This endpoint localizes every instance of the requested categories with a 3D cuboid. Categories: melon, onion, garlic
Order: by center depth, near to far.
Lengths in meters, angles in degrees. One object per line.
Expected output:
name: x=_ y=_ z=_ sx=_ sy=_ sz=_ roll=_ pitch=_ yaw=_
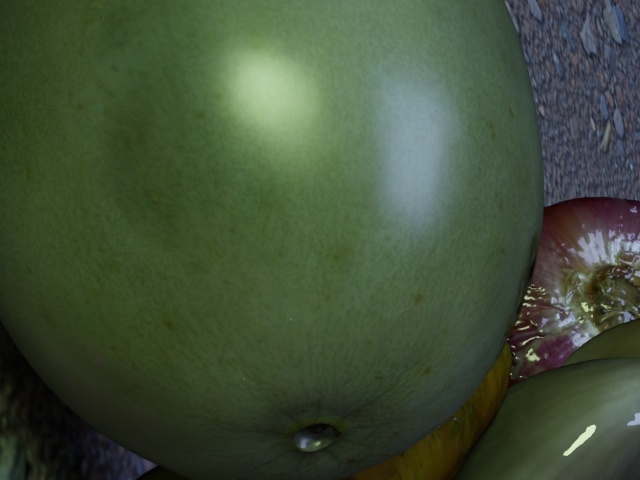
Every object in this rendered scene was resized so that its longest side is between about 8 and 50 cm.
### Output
melon: x=-0.035 y=-0.055 z=0.816 sx=0.268 sy=0.268 sz=0.330 roll=42 pitch=29 yaw=-51
garlic: x=0.184 y=0.176 z=1.219 sx=0.279 sy=0.132 sz=0.325 roll=-15 pitch=127 yaw=-41
onion: x=0.215 y=0.081 z=1.412 sx=0.163 sy=0.230 sz=0.230 roll=113 pitch=-19 yaw=-59

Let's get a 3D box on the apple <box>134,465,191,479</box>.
apple: x=-0.051 y=0.157 z=0.847 sx=0.126 sy=0.126 sz=0.102 roll=58 pitch=14 yaw=-34

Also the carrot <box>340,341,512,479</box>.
carrot: x=0.029 y=0.117 z=1.056 sx=0.302 sy=0.114 sz=0.114 roll=-44 pitch=117 yaw=-61
